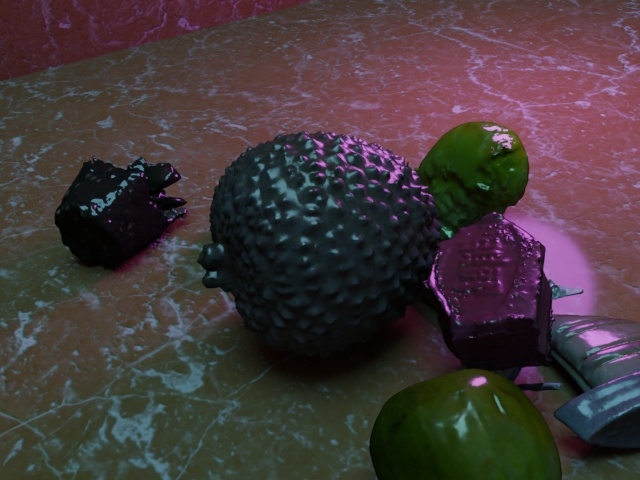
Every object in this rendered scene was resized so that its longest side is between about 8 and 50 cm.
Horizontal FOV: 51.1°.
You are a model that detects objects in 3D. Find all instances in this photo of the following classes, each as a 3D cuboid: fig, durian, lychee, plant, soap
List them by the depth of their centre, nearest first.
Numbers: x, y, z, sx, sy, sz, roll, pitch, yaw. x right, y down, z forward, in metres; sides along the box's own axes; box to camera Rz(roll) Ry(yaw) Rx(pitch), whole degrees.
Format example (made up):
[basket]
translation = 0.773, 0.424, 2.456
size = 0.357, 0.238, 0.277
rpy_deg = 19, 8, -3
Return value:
[fig]
translation = 0.213, 0.304, 0.854
size = 0.314, 0.233, 0.233
rpy_deg = 44, 53, 14
[soap]
translation = 0.264, 0.071, 1.038
size = 0.182, 0.112, 0.289
rpy_deg = -6, 31, 25
[lychee]
translation = 0.000, 0.000, 1.143
size = 0.432, 0.380, 0.380
rpy_deg = -13, 35, -24
[durian]
translation = 0.316, -0.124, 1.377
size = 0.205, 0.339, 0.255
rpy_deg = 8, 57, -14
[plant]
translation = -0.434, -0.083, 1.467
size = 0.199, 0.188, 0.276
rpy_deg = 11, 39, 21

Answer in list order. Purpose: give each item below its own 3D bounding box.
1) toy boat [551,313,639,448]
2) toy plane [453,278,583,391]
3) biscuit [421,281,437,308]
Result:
[toy boat]
translation = 0.478, 0.192, 1.024
size = 0.276, 0.111, 0.293
rpy_deg = -2, 32, 7
[toy plane]
translation = 0.309, 0.155, 1.043
size = 0.273, 0.107, 0.182
rpy_deg = -41, 21, -1
[biscuit]
translation = 0.293, 0.078, 1.267
size = 0.200, 0.040, 0.121
rpy_deg = -21, 36, -23
